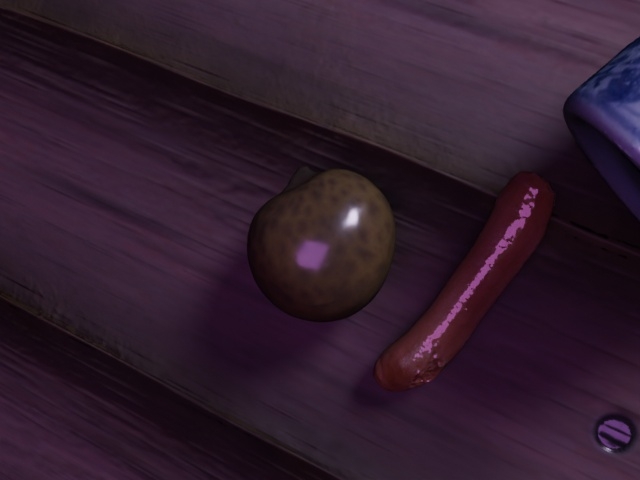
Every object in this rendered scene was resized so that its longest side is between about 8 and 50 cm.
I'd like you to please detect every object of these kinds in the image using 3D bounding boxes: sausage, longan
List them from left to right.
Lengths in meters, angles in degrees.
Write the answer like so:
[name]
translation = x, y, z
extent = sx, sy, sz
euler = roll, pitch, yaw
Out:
[longan]
translation = 0.000, 0.000, 0.432
extent = 0.113, 0.092, 0.113
euler = -2, 85, 27
[sausage]
translation = 0.100, 0.036, 0.431
extent = 0.043, 0.043, 0.186
euler = 36, 104, 11

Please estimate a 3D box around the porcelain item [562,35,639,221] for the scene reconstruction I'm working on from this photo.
[porcelain item]
translation = 0.220, -0.055, 0.330
extent = 0.114, 0.147, 0.147
euler = -40, 83, 15
